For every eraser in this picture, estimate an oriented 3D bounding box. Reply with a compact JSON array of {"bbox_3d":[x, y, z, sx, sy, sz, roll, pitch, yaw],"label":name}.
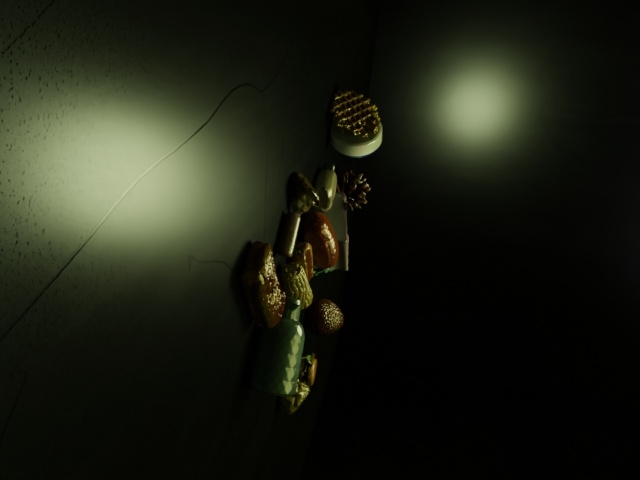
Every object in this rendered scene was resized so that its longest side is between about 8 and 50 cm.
[{"bbox_3d":[0.076,-0.034,2.268,0.359,0.122,0.272,78,13,-66],"label":"eraser"}]

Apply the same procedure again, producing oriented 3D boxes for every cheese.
[{"bbox_3d":[0.032,-0.243,1.986,0.286,0.082,0.163,-69,167,-56],"label":"cheese"}]

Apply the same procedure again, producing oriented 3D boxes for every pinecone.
[{"bbox_3d":[0.160,-0.265,2.444,0.202,0.201,0.229,113,-32,-60],"label":"pinecone"}]

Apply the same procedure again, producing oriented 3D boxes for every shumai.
[{"bbox_3d":[-0.060,-0.157,1.519,0.123,0.105,0.139,57,-19,19],"label":"shumai"}]

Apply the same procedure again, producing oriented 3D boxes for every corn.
[{"bbox_3d":[-0.087,0.158,1.617,0.293,0.106,0.106,79,22,-60],"label":"corn"}]

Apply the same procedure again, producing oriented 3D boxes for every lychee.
[{"bbox_3d":[0.015,0.380,2.283,0.194,0.194,0.195,10,90,-82],"label":"lychee"}]

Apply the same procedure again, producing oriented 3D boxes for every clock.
[{"bbox_3d":[0.158,-0.473,2.051,0.083,0.230,0.230,86,16,-53],"label":"clock"}]

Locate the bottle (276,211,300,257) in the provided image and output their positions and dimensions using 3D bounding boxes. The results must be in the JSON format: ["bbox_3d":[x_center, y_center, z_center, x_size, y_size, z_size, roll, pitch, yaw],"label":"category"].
[{"bbox_3d":[-0.100,-0.018,1.458,0.053,0.053,0.140,73,29,-72],"label":"bottle"}]

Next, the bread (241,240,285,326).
[{"bbox_3d":[-0.147,0.121,1.235,0.271,0.077,0.139,85,14,-50],"label":"bread"}]

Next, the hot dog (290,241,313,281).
[{"bbox_3d":[-0.070,0.105,1.732,0.269,0.072,0.115,91,12,-54],"label":"hot dog"}]

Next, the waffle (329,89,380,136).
[{"bbox_3d":[0.147,-0.539,1.969,0.051,0.231,0.229,135,-32,-56],"label":"waffle"}]

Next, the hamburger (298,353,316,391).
[{"bbox_3d":[-0.071,0.633,2.254,0.164,0.093,0.190,-71,169,-57],"label":"hamburger"}]

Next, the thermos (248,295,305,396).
[{"bbox_3d":[-0.126,0.314,1.410,0.182,0.145,0.287,-17,-121,63],"label":"thermos"}]

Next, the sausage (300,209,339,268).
[{"bbox_3d":[0.001,-0.002,1.807,0.133,0.133,0.258,-70,147,-51],"label":"sausage"}]

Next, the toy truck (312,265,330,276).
[{"bbox_3d":[-0.006,0.126,2.225,0.154,0.080,0.078,13,60,-82],"label":"toy truck"}]

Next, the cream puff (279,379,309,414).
[{"bbox_3d":[-0.119,0.642,1.933,0.146,0.116,0.146,-48,171,-11],"label":"cream puff"}]
